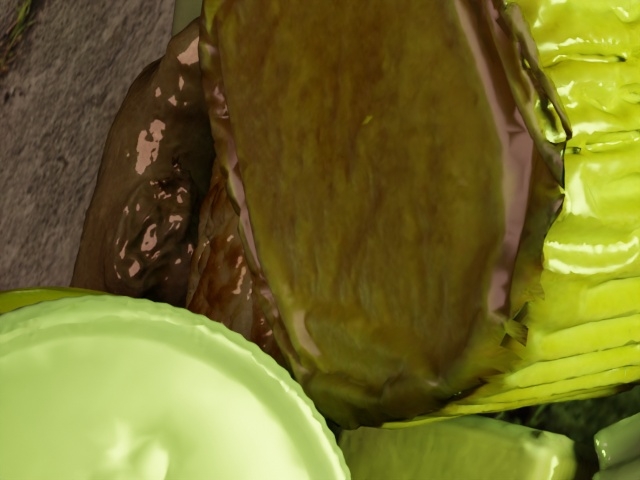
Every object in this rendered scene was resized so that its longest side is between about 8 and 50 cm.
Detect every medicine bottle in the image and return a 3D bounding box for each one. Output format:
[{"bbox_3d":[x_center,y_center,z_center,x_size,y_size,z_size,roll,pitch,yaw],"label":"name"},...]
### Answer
[{"bbox_3d":[-0.122,0.132,0.810,0.384,0.224,0.224,153,131,-73],"label":"medicine bottle"}]

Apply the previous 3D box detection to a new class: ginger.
[{"bbox_3d":[-0.091,-0.045,1.079,0.137,0.074,0.213,18,94,61],"label":"ginger"}]

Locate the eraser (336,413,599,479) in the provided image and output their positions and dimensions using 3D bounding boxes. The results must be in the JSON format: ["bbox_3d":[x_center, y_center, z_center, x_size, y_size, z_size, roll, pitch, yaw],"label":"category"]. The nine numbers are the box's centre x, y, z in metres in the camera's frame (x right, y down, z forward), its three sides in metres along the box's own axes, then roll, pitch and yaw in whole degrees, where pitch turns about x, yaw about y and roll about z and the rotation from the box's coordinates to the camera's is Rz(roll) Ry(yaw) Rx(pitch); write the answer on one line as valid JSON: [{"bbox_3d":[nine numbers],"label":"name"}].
[{"bbox_3d":[0.032,0.241,0.787,0.144,0.078,0.343,7,78,54],"label":"eraser"}]

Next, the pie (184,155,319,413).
[{"bbox_3d":[0.000,0.000,0.938,0.205,0.084,0.179,-27,53,43],"label":"pie"}]

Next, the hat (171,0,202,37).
[{"bbox_3d":[-0.070,-0.203,1.138,0.122,0.081,0.166,20,98,55],"label":"hat"}]

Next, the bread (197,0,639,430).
[{"bbox_3d":[0.058,-0.053,0.750,0.227,0.142,0.253,-37,61,56],"label":"bread"}]

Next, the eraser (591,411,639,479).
[{"bbox_3d":[0.226,0.097,0.612,0.290,0.087,0.171,-30,50,39],"label":"eraser"}]
